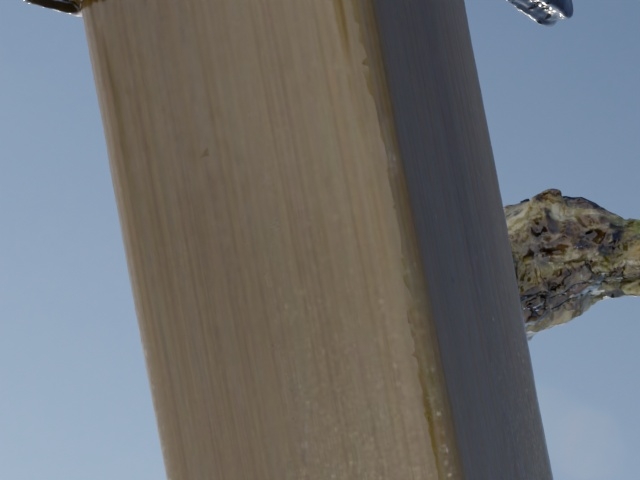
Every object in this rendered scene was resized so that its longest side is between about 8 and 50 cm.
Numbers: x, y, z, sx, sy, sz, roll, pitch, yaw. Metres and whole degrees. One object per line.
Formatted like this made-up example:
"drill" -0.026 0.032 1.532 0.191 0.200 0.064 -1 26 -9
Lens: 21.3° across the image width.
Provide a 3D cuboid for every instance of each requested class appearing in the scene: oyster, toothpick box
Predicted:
"oyster" 0.140 0.015 1.112 0.165 0.053 0.108 -25 -81 6
"toothpick box" 0.000 0.000 0.818 0.190 0.187 0.308 -12 -96 24

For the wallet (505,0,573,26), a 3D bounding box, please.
"wallet" 0.112 -0.311 1.307 0.042 0.165 0.310 -30 -120 26
